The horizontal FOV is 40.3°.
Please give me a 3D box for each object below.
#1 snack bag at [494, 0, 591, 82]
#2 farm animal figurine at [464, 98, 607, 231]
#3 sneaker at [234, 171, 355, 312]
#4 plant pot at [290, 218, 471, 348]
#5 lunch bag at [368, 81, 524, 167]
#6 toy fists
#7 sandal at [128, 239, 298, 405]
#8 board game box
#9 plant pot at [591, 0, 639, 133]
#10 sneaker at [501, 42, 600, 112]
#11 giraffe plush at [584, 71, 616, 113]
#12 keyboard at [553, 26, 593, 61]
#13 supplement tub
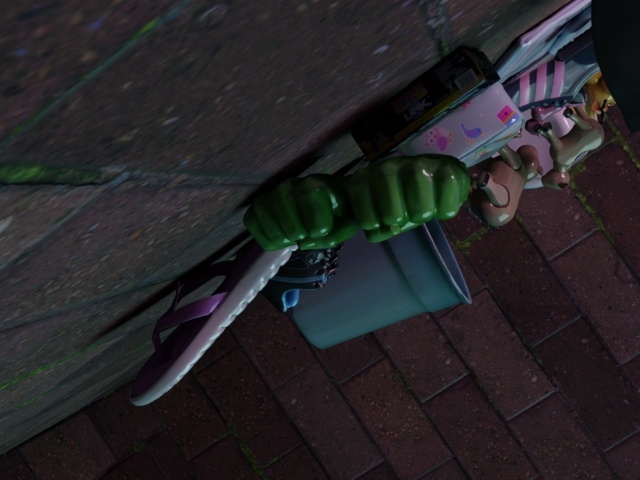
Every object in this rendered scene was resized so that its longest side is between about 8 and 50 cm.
[{"bbox_3d":[0.412,-0.349,1.389,0.342,0.037,0.323,-34,178,-6],"label":"snack bag"},{"bbox_3d":[0.416,-0.154,1.823,0.327,0.172,0.330,-53,-154,-11],"label":"farm animal figurine"},{"bbox_3d":[0.000,0.000,1.494,0.341,0.140,0.125,-38,173,41],"label":"sneaker"},{"bbox_3d":[0.095,0.049,1.846,0.334,0.341,0.341,-26,179,13],"label":"plant pot"},{"bbox_3d":[0.192,-0.154,1.414,0.224,0.108,0.279,-29,175,-9],"label":"lunch bag"},{"bbox_3d":[0.042,-0.043,1.042,0.279,0.096,0.142,-8,180,25],"label":"toy fists"},{"bbox_3d":[-0.183,0.087,1.402,0.416,0.102,0.169,-47,-169,5],"label":"sandal"},{"bbox_3d":[0.133,-0.169,1.083,0.170,0.048,0.141,-34,179,21],"label":"board game box"},{"bbox_3d":[0.426,-0.285,0.983,0.293,0.196,0.293,-34,178,-1],"label":"plant pot"},{"bbox_3d":[0.431,-0.285,1.655,0.319,0.131,0.112,-35,-175,31],"label":"sneaker"},{"bbox_3d":[0.671,-0.402,2.112,0.181,0.170,0.210,-34,177,-1],"label":"giraffe plush"},{"bbox_3d":[0.448,-0.341,1.367,0.180,0.023,0.108,-36,-175,13],"label":"keyboard"},{"bbox_3d":[0.555,-0.278,2.185,0.241,0.241,0.331,-36,177,33],"label":"supplement tub"}]
